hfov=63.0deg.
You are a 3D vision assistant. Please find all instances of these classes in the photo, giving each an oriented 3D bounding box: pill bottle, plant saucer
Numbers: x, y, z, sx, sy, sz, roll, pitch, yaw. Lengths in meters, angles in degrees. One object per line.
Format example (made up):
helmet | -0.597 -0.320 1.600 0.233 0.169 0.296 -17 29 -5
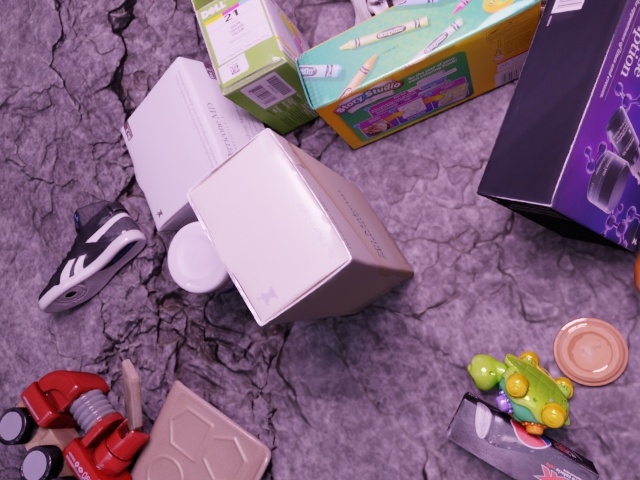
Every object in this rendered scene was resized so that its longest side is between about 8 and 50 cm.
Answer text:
pill bottle | -0.129 0.028 0.738 0.094 0.169 0.094 -2 84 19
plant saucer | 0.333 0.137 0.645 0.083 0.013 0.083 -2 85 19

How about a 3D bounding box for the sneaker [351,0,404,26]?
sneaker | 0.057 -0.407 0.689 0.110 0.118 0.292 -23 112 -20

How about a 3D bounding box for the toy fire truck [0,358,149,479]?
toy fire truck | -0.357 0.271 0.817 0.246 0.158 0.217 -47 66 -3

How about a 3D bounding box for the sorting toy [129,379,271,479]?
sorting toy | -0.189 0.349 0.806 0.208 0.038 0.193 29 95 25

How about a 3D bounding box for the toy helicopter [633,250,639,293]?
toy helicopter | 0.427 -0.078 0.524 0.235 0.140 0.355 -15 93 14

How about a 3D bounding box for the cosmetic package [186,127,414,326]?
cosmetic package | 0.000 0.000 0.620 0.113 0.309 0.160 -36 75 13

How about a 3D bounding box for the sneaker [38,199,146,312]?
sneaker | -0.406 0.018 0.895 0.217 0.079 0.121 -38 71 5

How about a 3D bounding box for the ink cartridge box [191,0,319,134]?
ink cartridge box | -0.092 -0.305 0.745 0.097 0.189 0.255 -23 78 17

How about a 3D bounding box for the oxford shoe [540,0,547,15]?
oxford shoe | 0.191 -0.413 0.683 0.348 0.130 0.123 38 98 19

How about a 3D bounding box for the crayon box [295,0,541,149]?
crayon box | 0.129 -0.227 0.669 0.278 0.165 0.081 -21 75 17

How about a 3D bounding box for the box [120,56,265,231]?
box | -0.179 -0.134 0.772 0.182 0.119 0.181 -33 75 36

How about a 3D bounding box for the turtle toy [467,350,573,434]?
turtle toy | 0.244 0.183 0.639 0.130 0.095 0.066 39 119 20

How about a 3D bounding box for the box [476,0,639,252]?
box | 0.309 -0.139 0.579 0.103 0.184 0.261 23 94 54

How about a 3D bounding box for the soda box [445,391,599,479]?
soda box | 0.244 0.258 0.645 0.169 0.053 0.060 27 94 19
